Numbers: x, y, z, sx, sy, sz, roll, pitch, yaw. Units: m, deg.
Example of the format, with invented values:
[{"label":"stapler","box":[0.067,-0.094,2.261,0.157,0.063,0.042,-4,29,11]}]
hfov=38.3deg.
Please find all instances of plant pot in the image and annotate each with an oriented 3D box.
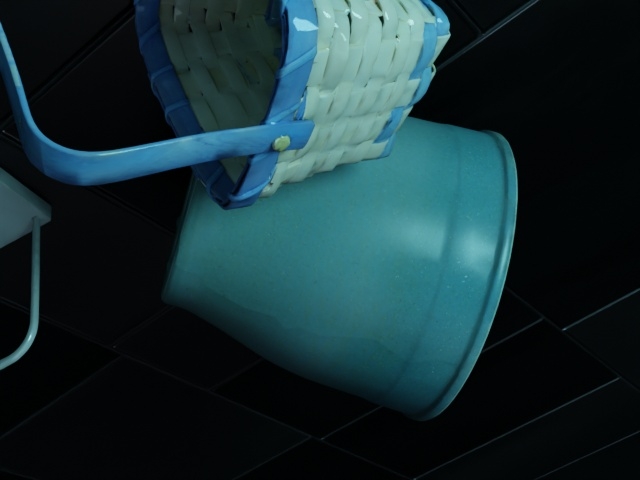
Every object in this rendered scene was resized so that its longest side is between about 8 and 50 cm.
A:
[{"label":"plant pot","box":[0.000,0.000,0.824,0.255,0.272,0.272,15,135,-10]}]

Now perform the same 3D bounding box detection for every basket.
[{"label":"basket","box":[-0.084,-0.150,0.623,0.288,0.255,0.201,-14,147,-28]}]

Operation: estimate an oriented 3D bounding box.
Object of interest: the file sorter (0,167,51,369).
[{"label":"file sorter","box":[-0.396,0.001,0.775,0.192,0.173,0.278,-26,139,16]}]
